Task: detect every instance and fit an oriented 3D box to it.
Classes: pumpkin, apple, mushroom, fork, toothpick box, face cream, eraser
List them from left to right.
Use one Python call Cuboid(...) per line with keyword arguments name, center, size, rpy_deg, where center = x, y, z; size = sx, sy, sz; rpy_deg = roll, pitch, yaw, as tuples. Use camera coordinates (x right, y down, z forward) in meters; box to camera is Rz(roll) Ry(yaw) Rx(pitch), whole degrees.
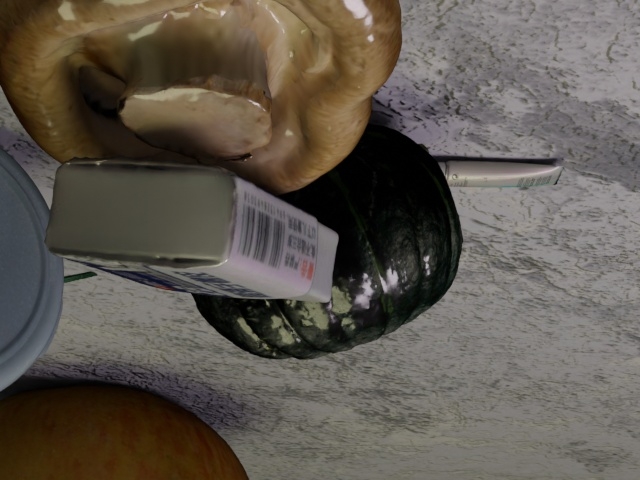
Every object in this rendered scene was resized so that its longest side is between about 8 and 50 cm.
Cuboid(name="toothpick box", center=(-0.397, 0.066, 1.508), size=(0.263, 0.263, 0.355), rpy_deg=(16, 156, -32))
Cuboid(name="fork", center=(-0.320, 0.059, 1.811), size=(0.235, 0.021, 0.039), rpy_deg=(-10, 159, 29))
Cuboid(name="apple", center=(-0.280, 0.336, 2.138), size=(0.400, 0.333, 0.400), rpy_deg=(-13, 151, -7))
Cuboid(name="eraser", center=(-0.077, -0.001, 1.189), size=(0.124, 0.068, 0.210), rpy_deg=(2, 172, 18))
Cuboid(name="mushroom", center=(-0.073, -0.120, 1.147), size=(0.278, 0.146, 0.278), rpy_deg=(-4, 146, -2))
Cuboid(name="pumpkin", center=(0.000, 0.000, 1.390), size=(0.220, 0.162, 0.220), rpy_deg=(-21, -175, 2))
Cuboid(name="face cream", center=(0.141, -0.053, 1.483), size=(0.115, 0.020, 0.038), rpy_deg=(2, 158, -3))
